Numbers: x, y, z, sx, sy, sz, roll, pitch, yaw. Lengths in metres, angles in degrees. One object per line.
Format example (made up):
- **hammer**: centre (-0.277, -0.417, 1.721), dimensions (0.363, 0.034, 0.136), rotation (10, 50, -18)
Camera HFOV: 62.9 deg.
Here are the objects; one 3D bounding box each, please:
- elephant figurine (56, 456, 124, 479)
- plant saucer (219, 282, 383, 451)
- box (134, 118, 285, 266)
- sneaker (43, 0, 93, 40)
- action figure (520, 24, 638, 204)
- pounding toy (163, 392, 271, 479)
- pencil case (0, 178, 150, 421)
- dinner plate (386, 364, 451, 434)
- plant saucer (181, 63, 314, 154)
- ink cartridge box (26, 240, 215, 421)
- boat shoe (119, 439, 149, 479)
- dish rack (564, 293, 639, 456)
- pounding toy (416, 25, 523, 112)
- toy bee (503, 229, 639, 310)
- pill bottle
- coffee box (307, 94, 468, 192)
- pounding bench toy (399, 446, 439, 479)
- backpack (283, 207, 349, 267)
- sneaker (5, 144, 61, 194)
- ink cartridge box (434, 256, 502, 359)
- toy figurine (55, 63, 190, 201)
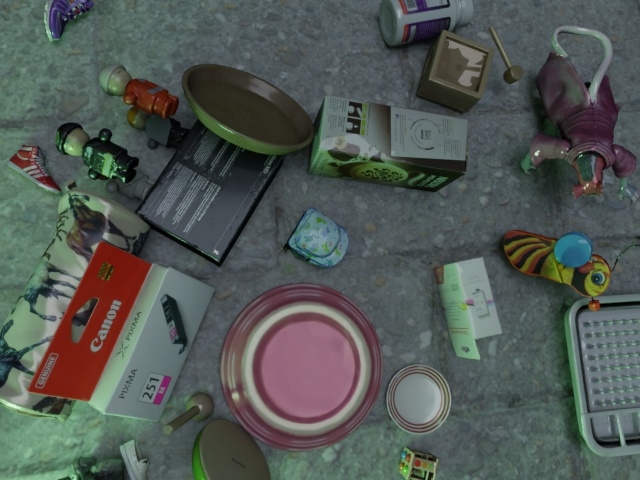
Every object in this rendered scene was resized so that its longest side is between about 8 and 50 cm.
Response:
- **elephant figurine**: centre (-0.402, 0.464, 0.850), dimensions (0.186, 0.239, 0.169), rotation (6, 84, -8)
- **plant saucer**: centre (-0.031, 0.248, 1.034), dimensions (0.332, 0.084, 0.332), rotation (2, 80, -9)
- **box**: centre (-0.213, -0.106, 1.050), dimensions (0.184, 0.103, 0.261), rotation (30, 77, -1)
- **sneaker**: centre (-0.513, -0.485, 1.079), dimensions (0.071, 0.068, 0.169), rotation (23, 77, -11)
- **action figure**: centre (0.583, -0.238, 1.115), dimensions (0.248, 0.275, 0.370), rotation (8, 51, 8)
- **pounding toy**: centre (-0.205, 0.415, 0.952), dimensions (0.110, 0.183, 0.237), rotation (-39, 89, 13)
- **pencil case**: centre (-0.462, 0.104, 0.943), dimensions (0.184, 0.160, 0.410), rotation (25, 77, -20)
- **dinner plate**: centre (0.204, 0.331, 1.095), dimensions (0.141, 0.017, 0.141), rotation (2, 81, -10)
- **plant saucer**: centre (-0.143, -0.258, 1.043), dimensions (0.278, 0.041, 0.277), rotation (22, 35, -17)
- **ink cartridge box**: centre (-0.336, 0.168, 0.932), dimensions (0.060, 0.239, 0.275), rotation (12, 75, 37)
- **boat shoe**: centre (-0.339, 0.421, 0.978), dimensions (0.035, 0.035, 0.100), rotation (-25, 79, -10)
- **dish rack**: centre (0.673, 0.287, 1.156), dimensions (0.286, 0.072, 0.332), rotation (-2, 81, -9)
- **pounding toy**: centre (0.347, -0.392, 1.196), dimensions (0.206, 0.094, 0.181), rotation (18, 79, -7)
- **toy bee**: centre (0.535, 0.062, 1.095), dimensions (0.195, 0.298, 0.162), rotation (-2, 96, -40)
- **pill bottle**: centre (0.241, -0.513, 1.191), dimensions (0.194, 0.108, 0.108), rotation (-14, 84, -12)
- **coffee box**: centre (0.134, -0.193, 1.091), dimensions (0.297, 0.168, 0.118), rotation (7, 80, -8)
- **pounding bench toy**: centre (0.192, 0.468, 1.052), dimensions (0.065, 0.052, 0.083), rotation (16, 79, -7)
- **backpack**: centre (0.000, 0.000, 1.079), dimensions (0.114, 0.084, 0.105), rotation (32, 79, -6)
- **sneaker**: centre (-0.548, -0.142, 1.028), dimensions (0.118, 0.042, 0.067), rotation (32, 80, -1)
- **ink cartridge box**: centre (0.309, 0.142, 1.093), dimensions (0.067, 0.115, 0.198), rotation (-11, 84, -12)
- **toy figurine**: centre (-0.364, -0.195, 0.984), dimensions (0.148, 0.209, 0.213), rotation (27, 78, 2)
